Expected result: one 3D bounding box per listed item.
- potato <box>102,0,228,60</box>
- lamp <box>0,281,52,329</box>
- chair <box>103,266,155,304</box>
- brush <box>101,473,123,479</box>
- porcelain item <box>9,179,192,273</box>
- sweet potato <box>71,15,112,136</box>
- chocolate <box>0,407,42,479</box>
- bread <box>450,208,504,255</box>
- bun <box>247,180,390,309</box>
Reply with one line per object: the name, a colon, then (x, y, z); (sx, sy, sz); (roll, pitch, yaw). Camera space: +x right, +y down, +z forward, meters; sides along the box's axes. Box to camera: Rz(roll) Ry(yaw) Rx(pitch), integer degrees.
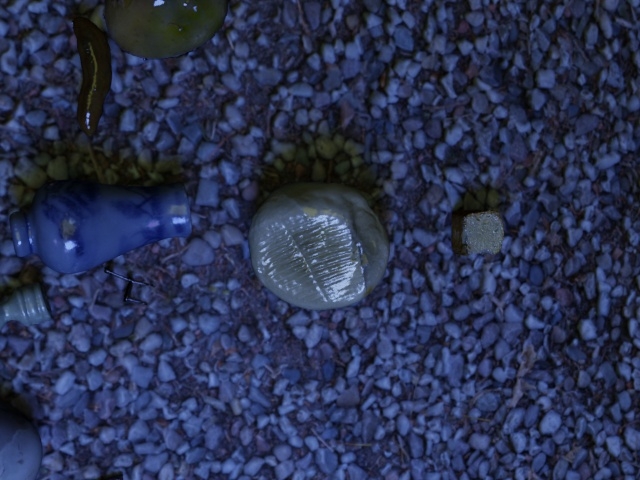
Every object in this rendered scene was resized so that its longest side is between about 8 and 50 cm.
potato: (-0.235, -0.377, 1.094); (0.202, 0.117, 0.182); (-22, 102, -11)
lamp: (-0.509, 0.115, 1.081); (0.193, 0.106, 0.106); (-17, 98, -22)
chair: (-0.312, 0.077, 1.150); (0.086, 0.037, 0.042); (23, 78, -18)
brush: (-0.465, 0.419, 1.136); (0.301, 0.071, 0.084); (-10, 113, -20)
porcelain item: (-0.331, -0.028, 1.094); (0.259, 0.141, 0.141); (-9, 97, -21)
sweet potato: (-0.349, -0.252, 1.109); (0.054, 0.053, 0.182); (-8, 101, -51)
chocolate: (-0.501, 0.329, 1.072); (0.221, 0.221, 0.147); (-53, 128, -4)
bread: (0.272, -0.014, 1.259); (0.076, 0.070, 0.083); (-4, 97, -12)
bun: (0.000, 0.000, 1.168); (0.229, 0.145, 0.229); (4, 122, 7)
